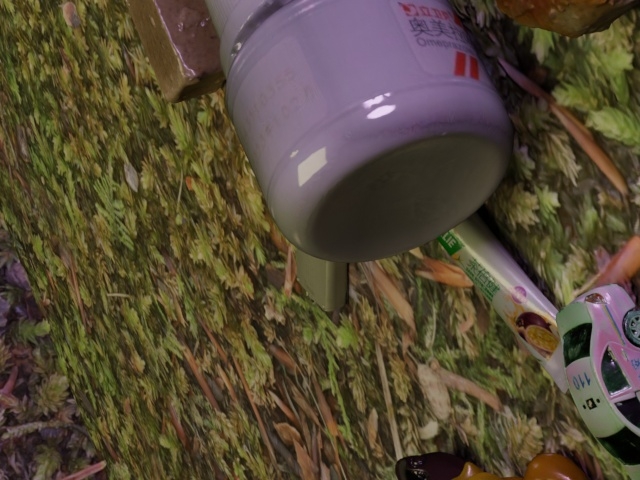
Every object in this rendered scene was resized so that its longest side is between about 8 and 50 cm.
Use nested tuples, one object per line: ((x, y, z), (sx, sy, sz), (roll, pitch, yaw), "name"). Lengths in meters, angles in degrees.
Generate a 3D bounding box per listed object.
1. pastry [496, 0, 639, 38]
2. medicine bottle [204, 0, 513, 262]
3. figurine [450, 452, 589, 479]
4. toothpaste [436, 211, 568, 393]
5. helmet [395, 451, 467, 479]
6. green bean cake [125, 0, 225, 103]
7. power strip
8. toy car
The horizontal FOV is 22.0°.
((0.192, -0.264, 1.361), (0.182, 0.093, 0.192), (26, 131, 54), "pastry")
((0.026, -0.160, 1.605), (0.245, 0.245, 0.306), (108, 143, -54), "medicine bottle")
((0.215, 0.319, 1.704), (0.215, 0.215, 0.228), (63, 170, 13), "figurine")
((0.168, 0.019, 1.694), (0.314, 0.056, 0.058), (53, -169, 26), "toothpaste")
((0.146, 0.288, 1.918), (0.123, 0.070, 0.098), (43, 155, 55), "helmet")
((-0.184, -0.278, 2.149), (0.179, 0.085, 0.109), (67, 157, 8), "green bean cake")
((0.000, 0.000, 2.042), (0.081, 0.035, 0.192), (46, 147, 43), "power strip")
((0.285, 0.153, 1.514), (0.224, 0.076, 0.090), (66, 154, 9), "toy car")
